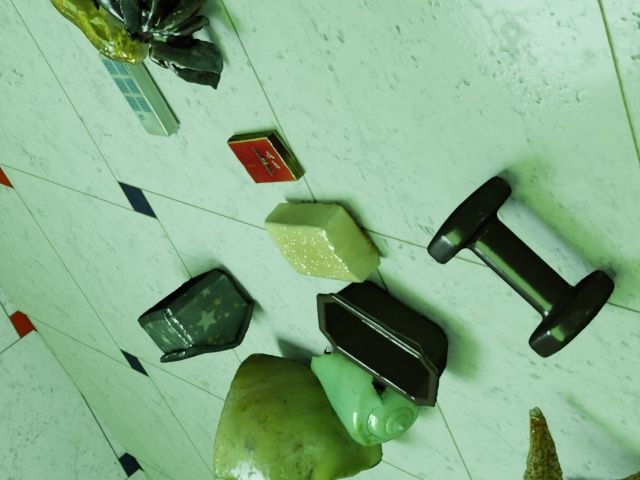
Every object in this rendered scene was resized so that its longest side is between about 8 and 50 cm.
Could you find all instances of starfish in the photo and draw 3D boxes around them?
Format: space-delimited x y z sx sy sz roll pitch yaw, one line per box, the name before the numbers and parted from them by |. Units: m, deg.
starfish | 0.370 0.431 1.818 0.375 0.094 0.327 13 106 19

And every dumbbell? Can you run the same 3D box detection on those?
dumbbell | 0.258 0.034 1.561 0.225 0.124 0.140 43 154 5

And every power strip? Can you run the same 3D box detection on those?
power strip | -0.313 -0.258 2.082 0.081 0.035 0.192 11 138 50

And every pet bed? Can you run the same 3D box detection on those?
pet bed | -0.245 0.168 2.456 0.159 0.183 0.211 55 151 -6

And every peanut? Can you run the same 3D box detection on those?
peanut | -0.353 -0.360 1.932 0.206 0.087 0.087 43 155 9

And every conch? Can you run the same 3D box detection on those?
conch | 0.074 0.271 2.229 0.251 0.137 0.143 52 -172 31

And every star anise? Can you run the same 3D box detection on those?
star anise | -0.238 -0.326 1.776 0.283 0.129 0.212 47 162 -24

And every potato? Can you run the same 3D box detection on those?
potato | -0.026 0.341 2.361 0.280 0.330 0.213 2 101 29

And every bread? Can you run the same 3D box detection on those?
bread | -0.001 0.000 1.963 0.188 0.068 0.125 5 134 55

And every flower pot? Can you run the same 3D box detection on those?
flower pot | 0.115 0.159 2.011 0.251 0.084 0.179 32 151 23

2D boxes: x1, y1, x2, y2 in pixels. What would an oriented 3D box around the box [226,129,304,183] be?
box | -0.090 -0.134 1.948 0.133 0.023 0.090 2 134 56
